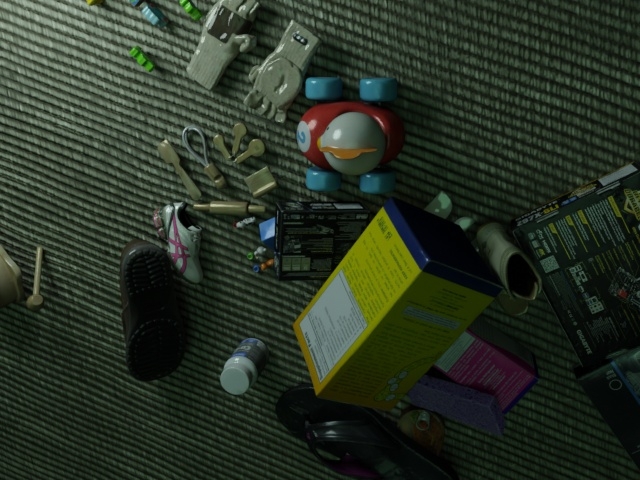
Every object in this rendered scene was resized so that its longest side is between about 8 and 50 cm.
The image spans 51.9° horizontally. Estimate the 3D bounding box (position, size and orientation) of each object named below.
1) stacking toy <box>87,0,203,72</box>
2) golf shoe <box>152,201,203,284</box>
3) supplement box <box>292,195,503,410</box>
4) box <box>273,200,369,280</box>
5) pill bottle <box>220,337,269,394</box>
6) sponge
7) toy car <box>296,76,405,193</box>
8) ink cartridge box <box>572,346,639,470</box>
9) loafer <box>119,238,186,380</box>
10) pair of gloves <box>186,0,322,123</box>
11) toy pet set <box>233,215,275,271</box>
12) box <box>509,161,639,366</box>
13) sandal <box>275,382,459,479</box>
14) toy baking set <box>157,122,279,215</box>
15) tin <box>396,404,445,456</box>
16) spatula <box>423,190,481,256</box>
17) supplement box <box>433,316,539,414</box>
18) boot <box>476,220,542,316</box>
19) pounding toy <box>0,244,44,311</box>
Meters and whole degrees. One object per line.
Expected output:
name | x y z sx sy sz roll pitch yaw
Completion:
stacking toy | -0.357 -0.476 1.310 0.167 0.052 0.221 -38 98 21
golf shoe | -0.293 0.007 1.431 0.086 0.067 0.186 -19 102 15
supplement box | 0.135 0.130 1.262 0.195 0.194 0.356 20 119 -32
box | 0.000 0.000 1.328 0.180 0.077 0.147 -1 108 -12
pill bottle | -0.167 0.277 1.449 0.078 0.137 0.078 3 107 11
sponge | 0.270 0.330 1.355 0.210 0.031 0.117 12 145 38
toy car | 0.043 -0.183 1.210 0.210 0.238 0.219 4 107 11
ink cartridge box | 0.675 0.359 1.335 0.165 0.065 0.333 -35 98 19
loafer | -0.381 0.152 1.482 0.133 0.130 0.366 -6 119 -23
pair of gloves | -0.133 -0.365 1.295 0.240 0.042 0.204 30 114 6
toy pet set | -0.125 0.005 1.395 0.114 0.065 0.122 -22 101 17
box | 0.551 0.053 1.260 0.257 0.079 0.322 -28 99 17
sandal | 0.091 0.457 1.441 0.445 0.107 0.168 26 114 15
toy baking set | -0.213 -0.147 1.390 0.256 0.030 0.197 -1 103 12
tin | 0.217 0.453 1.475 0.106 0.040 0.190 11 109 4
spatula | 0.232 0.039 1.354 0.168 0.019 0.242 39 110 -3
supplement box | 0.319 0.232 1.345 0.220 0.111 0.114 36 111 0
boot | 0.369 0.083 1.250 0.077 0.165 0.213 -23 112 3
pounding toy | -0.743 0.072 1.548 0.269 0.155 0.154 50 139 4
